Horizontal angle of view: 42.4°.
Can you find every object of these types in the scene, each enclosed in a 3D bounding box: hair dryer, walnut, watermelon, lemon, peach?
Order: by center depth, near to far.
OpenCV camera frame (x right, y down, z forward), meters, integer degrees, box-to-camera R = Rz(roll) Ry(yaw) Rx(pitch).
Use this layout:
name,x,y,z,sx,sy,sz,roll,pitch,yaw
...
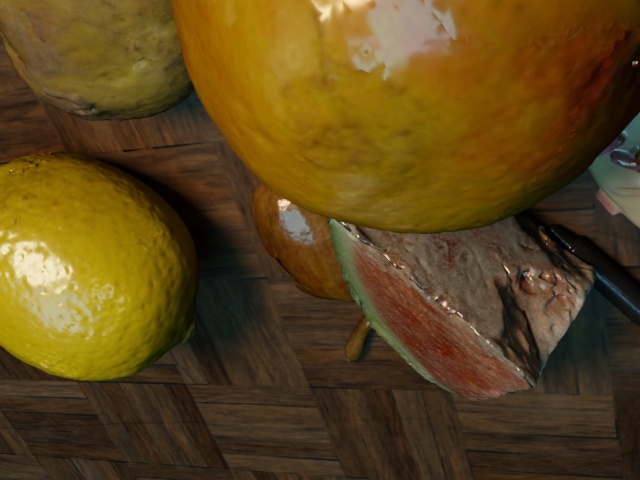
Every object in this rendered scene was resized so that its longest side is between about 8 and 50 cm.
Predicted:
name,x,y,z,sx,sy,sz,roll,pitch,yaw
peach,0.053,-0.158,0.564,0.372,0.290,0.372,7,163,2
watermelon,0.140,0.064,0.831,0.231,0.193,0.310,0,123,40
hair dryer,0.340,0.055,0.862,0.248,0.070,0.114,42,131,-5
walnut,0.000,0.000,0.906,0.115,0.116,0.207,-15,130,30
lemon,-0.281,0.027,0.937,0.320,0.245,0.245,32,132,-3

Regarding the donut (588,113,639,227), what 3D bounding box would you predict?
name,x,y,z,sx,sy,sz,roll,pitch,yaw
donut,0.375,-0.126,0.634,0.382,0.142,0.383,10,131,11

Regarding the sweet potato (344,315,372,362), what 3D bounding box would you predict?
name,x,y,z,sx,sy,sz,roll,pitch,yaw
sweet potato,0.050,0.122,1.039,0.026,0.026,0.115,23,134,1

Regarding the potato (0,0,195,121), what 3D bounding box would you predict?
name,x,y,z,sx,sy,sz,roll,pitch,yaw
potato,-0.191,-0.215,0.736,0.229,0.229,0.266,13,136,10
